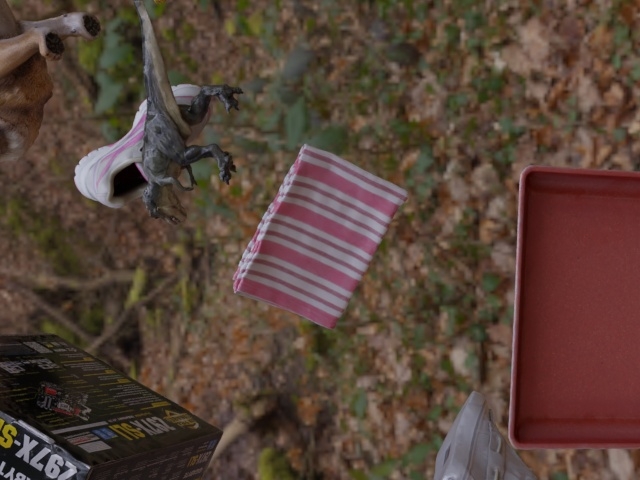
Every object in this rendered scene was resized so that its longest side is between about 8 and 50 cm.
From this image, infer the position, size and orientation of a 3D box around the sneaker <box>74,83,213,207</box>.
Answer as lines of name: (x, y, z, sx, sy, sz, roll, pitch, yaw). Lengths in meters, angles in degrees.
sneaker: (-0.258, -0.135, 1.695, 0.103, 0.252, 0.111, 47, 178, -42)

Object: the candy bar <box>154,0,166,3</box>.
candy bar: (-0.178, -0.290, 1.009, 0.161, 0.040, 0.018, 58, -148, -19)

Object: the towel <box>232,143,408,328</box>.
towel: (0.000, 0.000, 1.269, 0.197, 0.144, 0.029, -61, 22, 16)

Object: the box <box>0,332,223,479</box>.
box: (-0.281, 0.189, 1.165, 0.079, 0.257, 0.322, -63, -16, 5)

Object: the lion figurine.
lion figurine: (-0.412, -0.269, 1.225, 0.392, 0.240, 0.142, 63, -146, -22)

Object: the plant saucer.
plant saucer: (0.295, 0.065, 1.039, 0.048, 0.258, 0.259, 180, 93, -76)

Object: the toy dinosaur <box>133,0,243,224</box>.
toy dinosaur: (-0.149, -0.124, 1.201, 0.064, 0.118, 0.268, -53, -32, -59)

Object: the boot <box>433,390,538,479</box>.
boot: (0.221, 0.295, 1.423, 0.095, 0.123, 0.258, -64, -4, 24)
